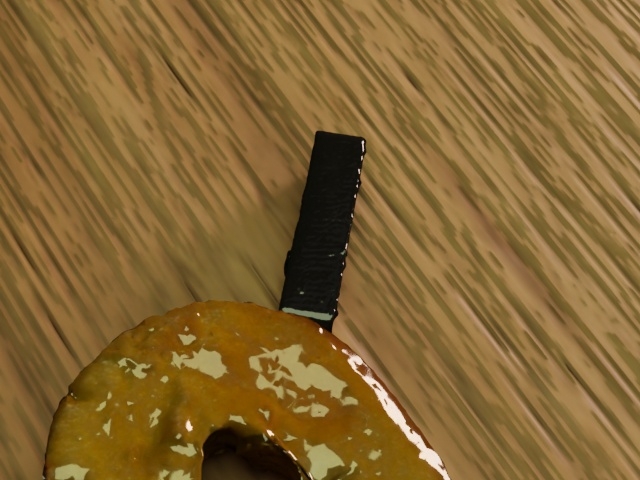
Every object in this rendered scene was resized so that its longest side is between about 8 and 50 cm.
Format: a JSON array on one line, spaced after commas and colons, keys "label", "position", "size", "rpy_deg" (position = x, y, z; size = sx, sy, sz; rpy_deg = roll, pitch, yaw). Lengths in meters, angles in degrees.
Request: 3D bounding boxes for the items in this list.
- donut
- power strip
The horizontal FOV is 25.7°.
[{"label": "donut", "position": [-0.032, 0.114, 0.588], "size": [0.162, 0.065, 0.178], "rpy_deg": [-20, 62, -22]}, {"label": "power strip", "position": [0.000, 0.000, 0.673], "size": [0.029, 0.038, 0.111], "rpy_deg": [10, 58, 2]}]
